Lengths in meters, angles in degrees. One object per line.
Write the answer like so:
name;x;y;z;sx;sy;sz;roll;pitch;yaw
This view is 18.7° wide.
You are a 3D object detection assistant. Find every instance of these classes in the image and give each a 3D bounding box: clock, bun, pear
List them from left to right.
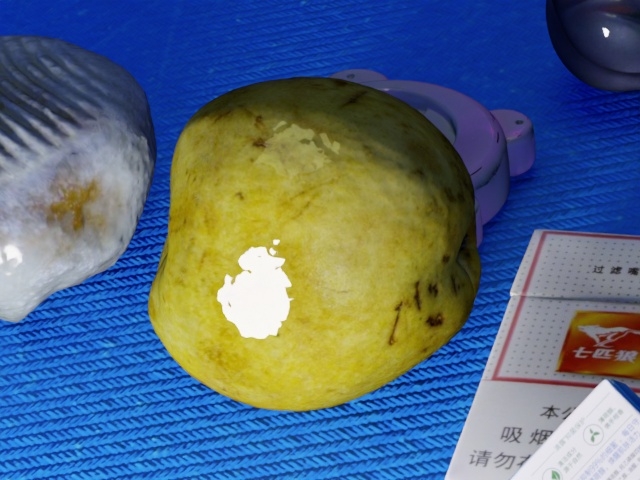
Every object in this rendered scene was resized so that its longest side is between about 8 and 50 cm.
bun;-0.334;-0.055;1.946;0.362;0.211;0.362;-11;37;8
pear;0.000;0.000;1.732;0.304;0.304;0.304;-8;39;7
clock;0.074;-0.075;1.951;0.248;0.090;0.227;13;46;27

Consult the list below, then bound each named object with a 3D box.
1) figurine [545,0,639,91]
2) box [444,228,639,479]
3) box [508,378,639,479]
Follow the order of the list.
figurine;0.363;-0.242;1.989;0.265;0.197;0.175;4;37;-10
box;0.248;0.129;1.646;0.210;0.095;0.330;4;40;20
box;0.205;0.221;1.457;0.139;0.073;0.194;45;100;20
